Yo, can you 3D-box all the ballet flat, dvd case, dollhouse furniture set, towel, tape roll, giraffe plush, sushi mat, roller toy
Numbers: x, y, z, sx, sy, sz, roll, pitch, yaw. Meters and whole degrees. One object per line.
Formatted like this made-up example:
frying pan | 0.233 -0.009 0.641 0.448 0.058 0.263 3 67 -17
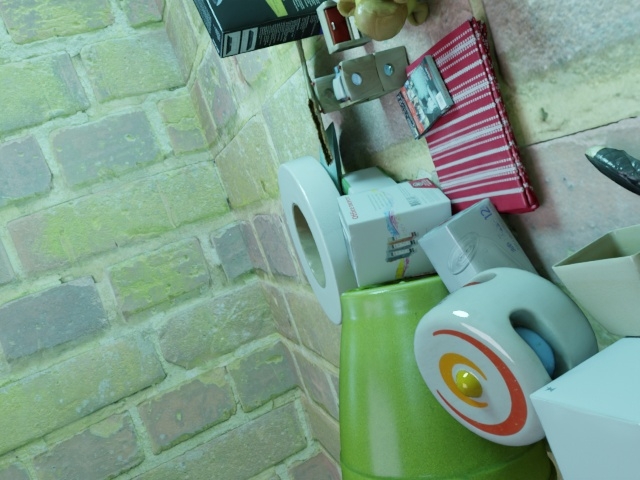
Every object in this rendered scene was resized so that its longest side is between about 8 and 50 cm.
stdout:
ballet flat | 0.352 -0.064 0.507 0.173 0.057 0.049 43 108 48
dvd case | 0.163 -0.223 0.792 0.119 0.013 0.087 130 120 -72
dollhouse furniture set | 0.052 -0.335 0.866 0.129 0.128 0.184 8 117 68
towel | 0.220 -0.164 0.753 0.275 0.031 0.199 72 162 -4
tape roll | 0.000 0.000 1.142 0.392 0.071 0.393 161 90 -80
giraffe plush | 0.087 -0.360 0.687 0.181 0.210 0.171 36 157 12
sushi mat | -0.017 -0.303 1.041 0.317 0.019 0.152 -99 -9 -47
roller toy | 0.217 0.142 0.616 0.209 0.146 0.191 23 132 46

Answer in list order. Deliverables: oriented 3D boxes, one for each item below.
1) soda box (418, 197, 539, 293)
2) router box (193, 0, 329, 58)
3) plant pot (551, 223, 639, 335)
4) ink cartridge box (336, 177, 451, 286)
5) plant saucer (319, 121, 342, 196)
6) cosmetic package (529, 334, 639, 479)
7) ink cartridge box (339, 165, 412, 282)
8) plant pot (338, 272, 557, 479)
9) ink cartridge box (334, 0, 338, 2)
soda box | 0.270 0.088 0.738 0.287 0.091 0.098 59 160 4
router box | -0.147 -0.542 1.005 0.309 0.242 0.081 65 160 11
plant pot | 0.344 0.043 0.533 0.096 0.108 0.109 64 160 1
ink cartridge box | 0.129 -0.017 0.875 0.128 0.176 0.128 -103 2 -63
plant saucer | 0.024 -0.166 1.116 0.195 0.037 0.195 -8 -90 -83
cosmetic package | 0.364 0.211 0.474 0.225 0.223 0.138 67 161 1
ink cartridge box | 0.115 -0.022 1.036 0.160 0.092 0.220 -116 13 -62
plant pot | 0.182 0.240 0.874 0.366 0.365 0.354 159 101 -70
ink cartridge box | 0.053 -0.461 0.815 0.175 0.072 0.128 49 153 42
